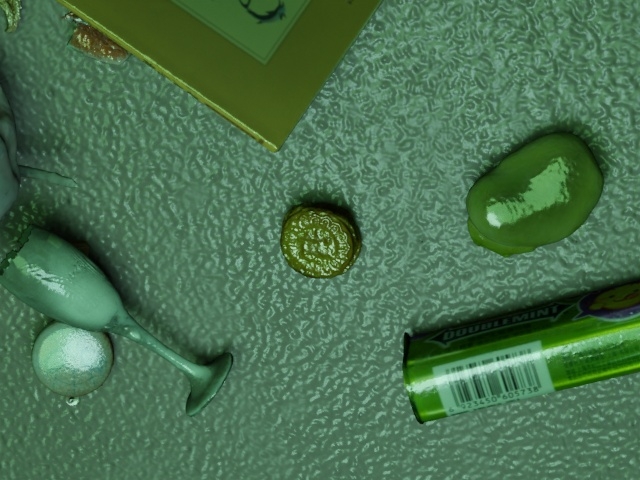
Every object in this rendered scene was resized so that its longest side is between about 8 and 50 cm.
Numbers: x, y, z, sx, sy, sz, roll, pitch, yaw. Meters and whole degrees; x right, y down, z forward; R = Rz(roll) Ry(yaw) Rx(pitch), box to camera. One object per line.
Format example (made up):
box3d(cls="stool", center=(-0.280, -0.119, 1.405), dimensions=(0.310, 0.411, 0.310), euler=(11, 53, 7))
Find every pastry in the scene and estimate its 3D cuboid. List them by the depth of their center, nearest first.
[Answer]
box3d(cls="pastry", center=(0.000, 0.000, 1.946), dimensions=(0.097, 0.057, 0.109), euler=(-27, 100, 17))

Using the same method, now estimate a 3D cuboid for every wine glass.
box3d(cls="wine glass", center=(-0.208, 0.034, 1.949), dimensions=(0.309, 0.096, 0.264), euler=(37, 100, -15))

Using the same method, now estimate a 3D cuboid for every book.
box3d(cls="book", center=(-0.137, -0.312, 1.809), dimensions=(0.389, 0.032, 0.269), euler=(36, 73, -3))

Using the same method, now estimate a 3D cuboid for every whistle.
box3d(cls="whistle", center=(-0.322, 0.109, 2.029), dimensions=(0.107, 0.057, 0.220), euler=(0, 103, -7))

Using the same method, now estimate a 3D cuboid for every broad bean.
box3d(cls="broad bean", center=(0.256, -0.051, 1.879), dimensions=(0.174, 0.082, 0.124), euler=(-25, 100, 16))

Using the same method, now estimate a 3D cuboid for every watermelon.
box3d(cls="watermelon", center=(-0.237, -0.274, 1.865), dimensions=(0.098, 0.158, 0.121), euler=(33, 81, 0))

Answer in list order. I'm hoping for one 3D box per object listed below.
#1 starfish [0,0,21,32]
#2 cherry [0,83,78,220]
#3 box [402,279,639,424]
box3d(cls="starfish", center=(-0.444, -0.358, 1.910), dimensions=(0.227, 0.043, 0.240), euler=(-27, 104, 17))
box3d(cls="cherry", center=(-0.520, -0.097, 1.859), dimensions=(0.291, 0.335, 0.326), euler=(32, 91, 37))
box3d(cls="box", center=(0.272, 0.128, 1.906), dimensions=(0.346, 0.134, 0.097), euler=(-15, 108, 13))
